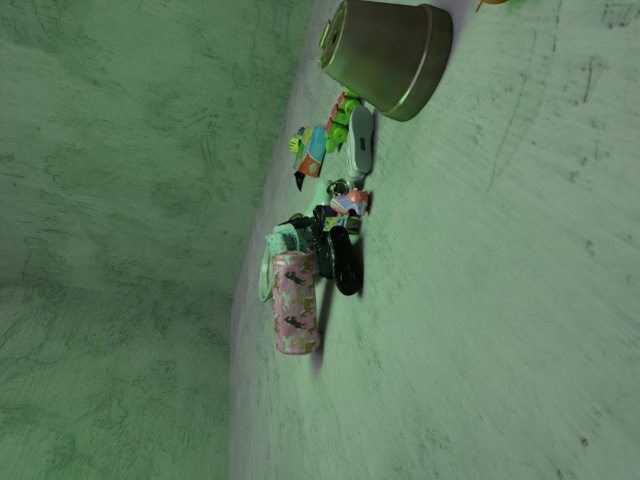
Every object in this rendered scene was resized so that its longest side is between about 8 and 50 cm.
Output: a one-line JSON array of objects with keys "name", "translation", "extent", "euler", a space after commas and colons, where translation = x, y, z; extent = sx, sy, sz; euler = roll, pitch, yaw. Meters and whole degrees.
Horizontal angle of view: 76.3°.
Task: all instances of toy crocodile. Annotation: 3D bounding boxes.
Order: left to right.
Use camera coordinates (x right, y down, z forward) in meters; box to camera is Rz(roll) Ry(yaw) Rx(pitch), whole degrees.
[{"name": "toy crocodile", "translation": [0.084, -0.513, 1.682], "extent": [0.341, 0.105, 0.115], "euler": [118, 156, -43]}]

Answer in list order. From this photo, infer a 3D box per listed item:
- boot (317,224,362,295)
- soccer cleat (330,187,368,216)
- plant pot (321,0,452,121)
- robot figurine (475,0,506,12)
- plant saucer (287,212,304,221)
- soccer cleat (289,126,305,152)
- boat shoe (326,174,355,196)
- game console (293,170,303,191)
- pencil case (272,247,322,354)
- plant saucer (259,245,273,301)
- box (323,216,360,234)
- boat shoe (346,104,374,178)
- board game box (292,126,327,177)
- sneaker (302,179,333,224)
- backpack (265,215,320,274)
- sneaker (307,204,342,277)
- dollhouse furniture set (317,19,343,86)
[{"name": "boot", "translation": [0.061, 0.095, 1.391], "extent": [0.207, 0.094, 0.247], "euler": [110, 149, -63]}, {"name": "soccer cleat", "translation": [0.095, -0.119, 1.444], "extent": [0.248, 0.083, 0.095], "euler": [167, 109, -68]}, {"name": "plant pot", "translation": [0.163, -0.538, 1.169], "extent": [0.323, 0.280, 0.323], "euler": [-168, 90, -74]}, {"name": "robot figurine", "translation": [0.370, -0.557, 0.783], "extent": [0.158, 0.128, 0.219], "euler": [54, 151, 5]}, {"name": "plant saucer", "translation": [-0.130, 0.017, 2.021], "extent": [0.310, 0.050, 0.311], "euler": [-36, 45, 47]}, {"name": "soccer cleat", "translation": [-0.124, -0.558, 2.385], "extent": [0.289, 0.093, 0.121], "euler": [151, 122, -68]}, {"name": "boat shoe", "translation": [0.074, -0.191, 1.523], "extent": [0.078, 0.070, 0.219], "euler": [65, 170, -7]}, {"name": "game console", "translation": [-0.111, -0.355, 2.343], "extent": [0.107, 0.071, 0.122], "euler": [-43, 27, 9]}, {"name": "pencil case", "translation": [-0.091, 0.224, 1.526], "extent": [0.160, 0.167, 0.387], "euler": [-3, 91, 49]}, {"name": "plant saucer", "translation": [-0.254, 0.156, 2.312], "extent": [0.400, 0.100, 0.401], "euler": [-169, 90, -73]}, {"name": "box", "translation": [0.074, -0.053, 1.461], "extent": [0.169, 0.059, 0.054], "euler": [3, 81, 65]}, {"name": "boat shoe", "translation": [0.135, -0.349, 1.451], "extent": [0.088, 0.096, 0.268], "euler": [149, 122, -61]}, {"name": "board game box", "translation": [-0.051, -0.464, 2.112], "extent": [0.316, 0.064, 0.242], "euler": [-135, 62, -69]}, {"name": "sneaker", "translation": [-0.003, -0.162, 1.750], "extent": [0.256, 0.094, 0.151], "euler": [142, 137, -57]}, {"name": "backpack", "translation": [-0.106, 0.046, 1.713], "extent": [0.225, 0.191, 0.254], "euler": [-4, 108, 61]}, {"name": "sneaker", "translation": [0.000, 0.000, 1.578], "extent": [0.107, 0.124, 0.284], "euler": [148, 131, -67]}, {"name": "dollhouse furniture set", "translation": [0.091, -0.740, 1.696], "extent": [0.303, 0.173, 0.356], "euler": [121, 155, -47]}]
